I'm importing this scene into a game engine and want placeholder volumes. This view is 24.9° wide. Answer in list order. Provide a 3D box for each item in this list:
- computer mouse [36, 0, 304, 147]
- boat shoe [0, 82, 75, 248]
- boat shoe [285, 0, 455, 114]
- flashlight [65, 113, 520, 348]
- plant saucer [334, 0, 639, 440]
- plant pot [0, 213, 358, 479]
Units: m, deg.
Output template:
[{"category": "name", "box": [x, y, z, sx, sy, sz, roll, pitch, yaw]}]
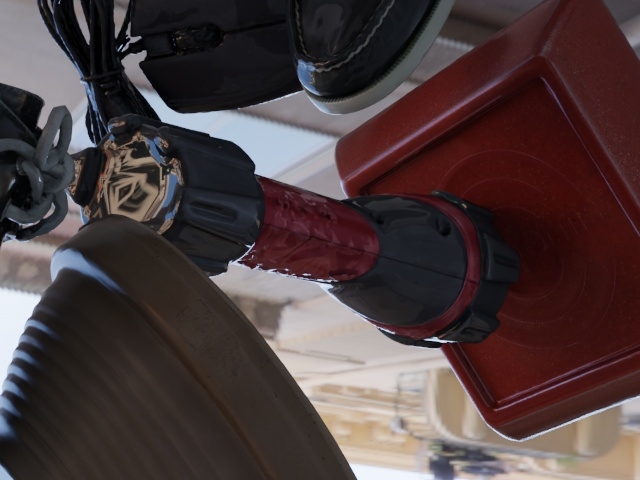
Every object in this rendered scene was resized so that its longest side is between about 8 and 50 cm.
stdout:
[{"category": "computer mouse", "box": [-0.050, -0.146, 1.039, 0.272, 0.072, 0.188, -20, -74, -3]}, {"category": "boat shoe", "box": [-0.159, -0.039, 0.626, 0.105, 0.113, 0.306, -8, -94, -10]}, {"category": "boat shoe", "box": [0.030, -0.243, 0.890, 0.113, 0.127, 0.340, 40, -120, -44]}, {"category": "flashlight", "box": [0.000, 0.000, 0.840, 0.304, 0.103, 0.103, 16, -137, -53]}, {"category": "plant saucer", "box": [0.139, 0.001, 0.961, 0.047, 0.258, 0.259, -31, -90, -45]}, {"category": "plant pot", "box": [-0.078, 0.116, 0.674, 0.109, 0.237, 0.237, -35, -85, -21]}]
